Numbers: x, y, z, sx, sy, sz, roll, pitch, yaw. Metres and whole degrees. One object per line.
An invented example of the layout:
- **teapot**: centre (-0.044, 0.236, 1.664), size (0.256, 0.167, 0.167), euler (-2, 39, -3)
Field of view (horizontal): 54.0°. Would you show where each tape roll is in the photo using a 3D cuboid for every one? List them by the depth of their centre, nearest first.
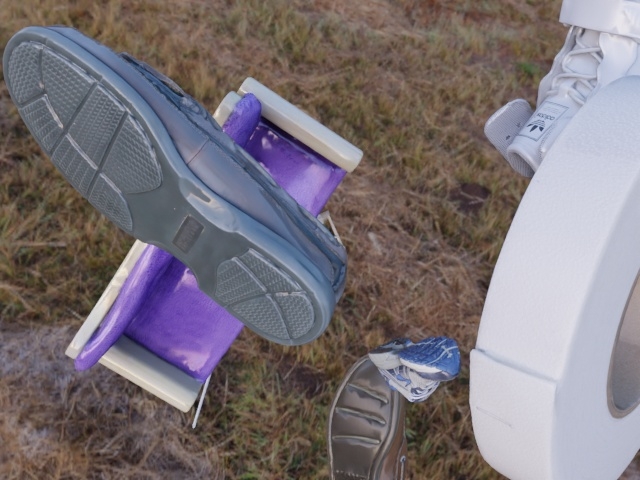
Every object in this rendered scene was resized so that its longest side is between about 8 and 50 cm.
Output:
- **tape roll**: centre (0.272, 0.050, 0.569), size (0.072, 0.391, 0.392), euler (21, 34, 41)

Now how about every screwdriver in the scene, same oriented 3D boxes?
- **screwdriver**: centre (-0.157, 0.183, 0.900), size (0.024, 0.025, 0.169), euler (12, 69, 15)

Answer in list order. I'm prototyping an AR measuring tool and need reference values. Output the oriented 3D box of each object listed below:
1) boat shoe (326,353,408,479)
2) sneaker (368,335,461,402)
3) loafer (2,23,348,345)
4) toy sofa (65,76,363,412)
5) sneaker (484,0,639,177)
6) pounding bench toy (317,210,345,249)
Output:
- **boat shoe**: centre (0.075, 0.319, 0.944), size (0.111, 0.307, 0.104), euler (11, 0, 36)
- **sneaker**: centre (0.099, 0.128, 0.612), size (0.052, 0.135, 0.058), euler (-23, 92, -21)
- **loafer**: centre (-0.089, -0.041, 0.430), size (0.267, 0.096, 0.084), euler (45, 38, -7)
- **toy sofa**: centre (-0.114, 0.011, 0.702), size (0.150, 0.362, 0.177), euler (33, 11, -9)
- **sneaker**: centre (0.287, -0.186, 0.661), size (0.210, 0.365, 0.137), euler (-25, 29, -7)
- **pounding bench toy**: centre (0.000, 0.000, 0.847), size (0.052, 0.083, 0.065), euler (-25, 91, -2)
